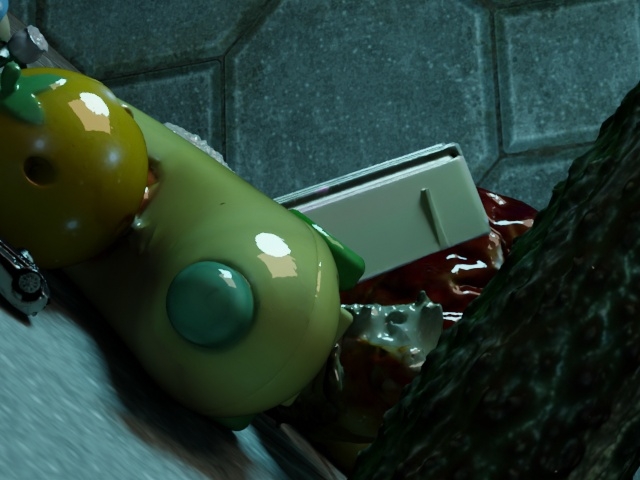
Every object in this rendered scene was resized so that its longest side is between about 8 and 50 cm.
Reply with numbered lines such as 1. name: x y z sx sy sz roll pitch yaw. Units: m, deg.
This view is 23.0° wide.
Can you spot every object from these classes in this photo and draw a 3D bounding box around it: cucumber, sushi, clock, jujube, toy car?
1. cucumber: 0.109 0.023 0.582 0.096 0.359 0.096 37 -1 1
2. sushi: 0.029 0.080 0.967 0.097 0.103 0.226 25 -11 -15
3. clock: 0.000 0.000 1.076 0.147 0.192 0.071 -18 -89 62
4. jujube: 0.107 0.078 1.303 0.213 0.232 0.213 23 -21 9
5. toy car: -0.167 0.001 0.756 0.093 0.025 0.041 43 -1 -19

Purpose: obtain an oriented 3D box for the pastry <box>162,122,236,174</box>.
1. pastry: -0.093 -0.009 1.507 0.265 0.103 0.112 46 19 6

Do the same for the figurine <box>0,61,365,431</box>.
1. figurine: -0.114 -0.013 0.877 0.324 0.124 0.222 38 3 39

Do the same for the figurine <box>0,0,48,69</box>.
1. figurine: -0.315 -0.181 1.340 0.144 0.114 0.178 47 11 -13

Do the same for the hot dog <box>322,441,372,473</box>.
1. hot dog: 0.008 0.108 1.139 0.289 0.083 0.068 41 -18 22
